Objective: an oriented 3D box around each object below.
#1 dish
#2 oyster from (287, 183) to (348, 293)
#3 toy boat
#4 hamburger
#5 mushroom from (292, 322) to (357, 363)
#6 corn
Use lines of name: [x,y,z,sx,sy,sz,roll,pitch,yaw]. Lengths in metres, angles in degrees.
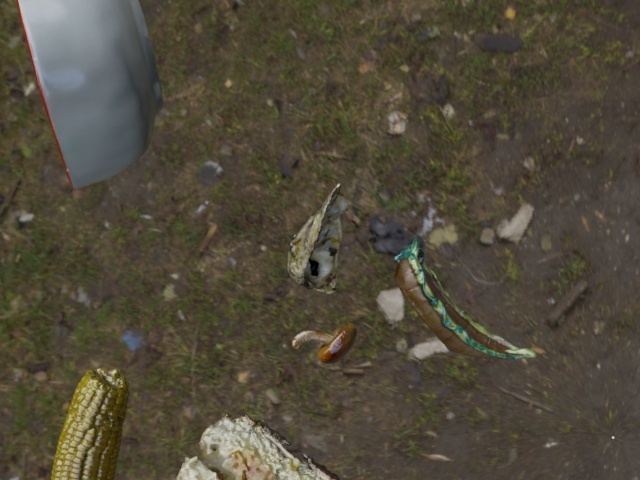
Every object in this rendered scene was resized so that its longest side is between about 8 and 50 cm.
dish: [-0.242,-0.192,0.826,0.117,0.256,0.256,-14,69,-13]
oyster: [0.000,-0.003,1.638,0.094,0.166,0.294,33,122,29]
toy boat: [0.227,0.125,1.281,0.293,0.108,0.099,43,107,-10]
hamburger: [-0.067,0.550,1.354,0.445,0.287,0.268,31,54,15]
mushroom: [0.009,0.202,1.474,0.129,0.088,0.073,-10,94,-11]
corn: [-0.431,0.411,1.417,0.120,0.120,0.363,16,95,24]
